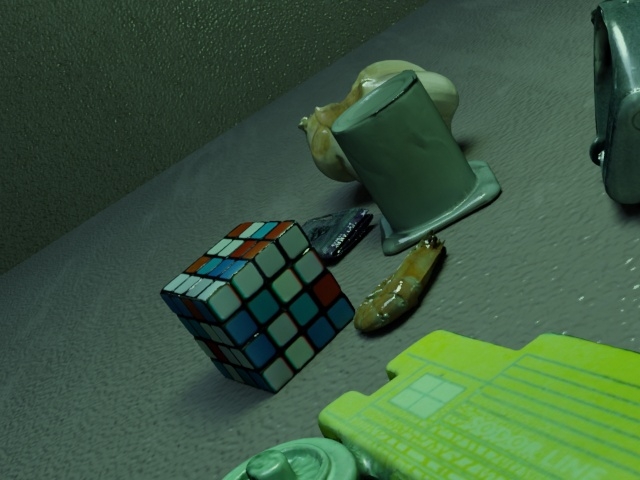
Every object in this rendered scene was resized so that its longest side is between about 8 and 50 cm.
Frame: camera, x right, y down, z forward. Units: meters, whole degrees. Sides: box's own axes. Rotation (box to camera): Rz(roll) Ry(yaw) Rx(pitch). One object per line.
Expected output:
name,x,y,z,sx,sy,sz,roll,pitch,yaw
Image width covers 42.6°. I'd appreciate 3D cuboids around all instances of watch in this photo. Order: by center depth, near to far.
watch,0.325,-0.148,0.871,0.068,0.206,0.193,-3,45,13

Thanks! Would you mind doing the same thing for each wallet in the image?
wallet,0.001,0.001,1.290,0.166,0.030,0.111,-10,34,54

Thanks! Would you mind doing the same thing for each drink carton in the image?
drink carton,0.116,-0.117,1.160,0.185,0.189,0.191,-34,17,16

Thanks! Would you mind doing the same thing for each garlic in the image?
garlic,0.116,-0.175,1.344,0.203,0.184,0.281,-4,-27,-42

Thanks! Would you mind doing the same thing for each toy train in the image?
toy train,0.114,0.178,0.431,0.272,0.179,0.442,-31,16,-20

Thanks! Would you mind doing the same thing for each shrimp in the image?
shrimp,0.100,0.050,0.998,0.180,0.041,0.099,-48,8,-35

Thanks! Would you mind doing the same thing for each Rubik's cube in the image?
Rubik's cube,-0.080,0.078,1.032,0.155,0.151,0.154,-41,18,-23
